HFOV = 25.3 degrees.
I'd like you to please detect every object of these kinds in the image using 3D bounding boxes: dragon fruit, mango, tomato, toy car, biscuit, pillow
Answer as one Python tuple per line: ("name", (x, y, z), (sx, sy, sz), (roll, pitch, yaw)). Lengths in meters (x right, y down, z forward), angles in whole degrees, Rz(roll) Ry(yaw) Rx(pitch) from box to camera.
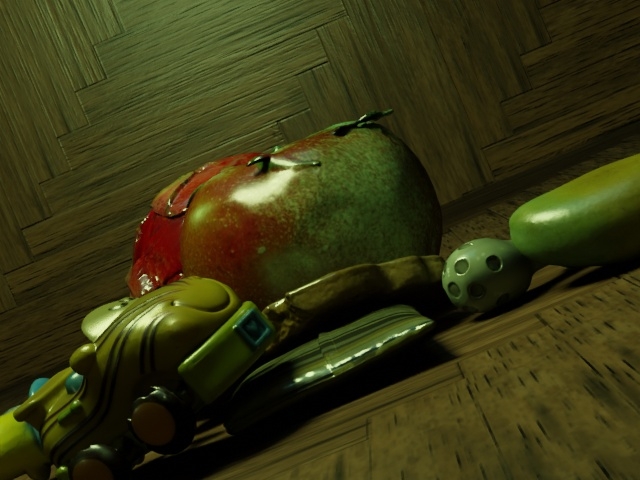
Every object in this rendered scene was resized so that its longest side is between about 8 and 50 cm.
("dragon fruit", (-0.102, 0.017, 1.940), (0.343, 0.277, 0.277), (-18, 3, 3))
("mango", (0.277, -0.027, 1.366), (0.195, 0.091, 0.130), (-12, 19, 12))
("tomato", (0.000, 0.000, 1.638), (0.304, 0.239, 0.303), (-22, 1, 0))
("toy car", (-0.164, 0.121, 1.291), (0.248, 0.142, 0.200), (-42, 2, 22))
("biscuit", (-0.017, 0.093, 1.458), (0.320, 0.047, 0.183), (-30, -24, 6))
("pillow", (0.007, 0.115, 1.349), (0.208, 0.052, 0.212), (-28, 1, 0))

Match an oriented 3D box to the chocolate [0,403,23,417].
("chocolate", (-0.405, 0.256, 1.794), (0.072, 0.072, 0.167), (-20, 4, 43))

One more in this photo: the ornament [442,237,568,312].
("ornament", (0.190, 0.026, 1.431), (0.156, 0.081, 0.075), (-24, 43, -34))

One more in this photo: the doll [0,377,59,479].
("doll", (-0.388, 0.232, 1.462), (0.363, 0.145, 0.199), (-17, -5, -29))
